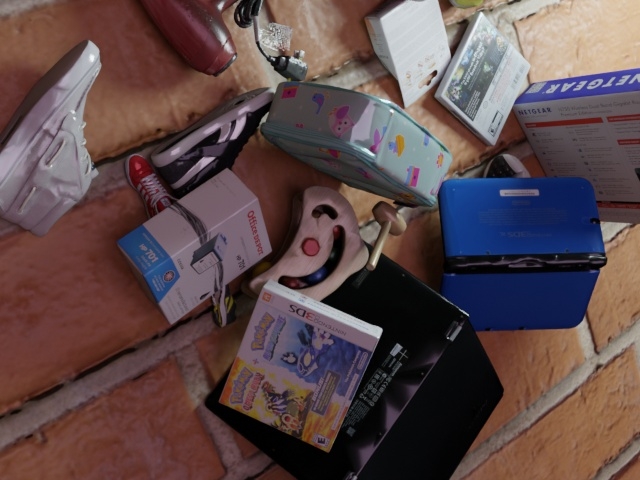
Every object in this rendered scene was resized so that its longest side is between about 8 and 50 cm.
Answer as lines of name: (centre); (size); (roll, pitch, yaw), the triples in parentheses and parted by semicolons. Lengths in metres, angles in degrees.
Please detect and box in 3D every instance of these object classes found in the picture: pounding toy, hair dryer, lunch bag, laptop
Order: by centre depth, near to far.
hair dryer: (-0.154, -0.352, 1.119); (0.293, 0.080, 0.223); (2, 77, -38)
lunch bag: (0.056, -0.142, 1.145); (0.279, 0.224, 0.108); (25, 83, -51)
pounding toy: (0.000, 0.000, 1.166); (0.269, 0.155, 0.154); (-40, 97, -17)
laptop: (0.085, 0.271, 1.295); (0.408, 0.236, 0.382); (36, 71, 10)

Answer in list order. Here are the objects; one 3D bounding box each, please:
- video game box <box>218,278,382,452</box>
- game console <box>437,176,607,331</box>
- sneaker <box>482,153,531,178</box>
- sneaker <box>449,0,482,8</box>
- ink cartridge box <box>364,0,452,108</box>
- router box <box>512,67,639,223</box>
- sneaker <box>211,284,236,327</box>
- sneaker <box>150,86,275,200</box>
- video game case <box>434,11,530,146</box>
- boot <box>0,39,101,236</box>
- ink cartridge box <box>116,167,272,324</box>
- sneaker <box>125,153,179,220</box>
video game box: (-0.032, 0.187, 1.114); (0.187, 0.048, 0.205); (23, 106, 8)
game console: (0.357, 0.028, 1.398); (0.293, 0.173, 0.250); (-1, 70, -5)
sneaker: (0.409, -0.042, 1.476); (0.118, 0.110, 0.292); (-42, 111, -48)
sneaker: (0.289, -0.539, 1.325); (0.091, 0.126, 0.240); (-29, 118, -55)
ink cartridge box: (0.162, -0.350, 1.331); (0.145, 0.045, 0.179); (-41, 132, -23)
router box: (0.565, -0.169, 1.412); (0.082, 0.335, 0.301); (-44, 115, -21)
sneaker: (-0.150, 0.093, 1.170); (0.035, 0.031, 0.083); (-8, 103, -45)
sneaker: (-0.140, -0.134, 1.133); (0.217, 0.079, 0.121); (-36, 117, -18)
video game case: (0.312, -0.305, 1.423); (0.173, 0.022, 0.190); (34, 77, -33)
boot: (-0.346, -0.132, 0.999); (0.123, 0.095, 0.258); (39, 82, -35)
ink cartridge box: (-0.174, 0.009, 1.069); (0.191, 0.082, 0.139); (-35, 149, -16)
sneaker: (-0.238, -0.070, 1.075); (0.042, 0.067, 0.118); (-31, 110, -26)
